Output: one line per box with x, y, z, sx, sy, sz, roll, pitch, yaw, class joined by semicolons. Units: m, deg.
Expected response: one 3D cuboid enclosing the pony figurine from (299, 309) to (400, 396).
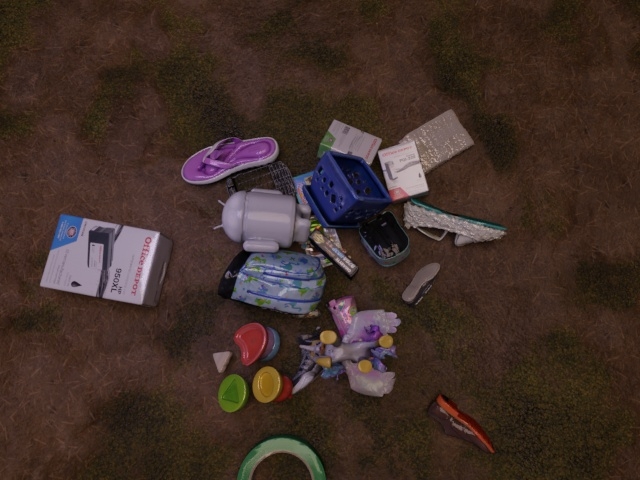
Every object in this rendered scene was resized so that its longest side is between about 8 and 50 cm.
0.120;0.369;1.559;0.350;0.363;0.303;6;76;-8;pony figurine

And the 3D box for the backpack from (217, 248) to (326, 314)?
-0.157;0.147;1.722;0.355;0.290;0.274;28;101;-1;backpack

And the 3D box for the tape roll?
-0.138;0.874;1.676;0.320;0.077;0.322;0;78;0;tape roll

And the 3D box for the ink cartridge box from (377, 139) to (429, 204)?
0.335;-0.275;1.877;0.158;0.092;0.218;-16;82;12;ink cartridge box

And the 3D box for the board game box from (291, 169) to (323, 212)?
0.000;-0.211;1.910;0.210;0.047;0.160;-18;79;-4;board game box

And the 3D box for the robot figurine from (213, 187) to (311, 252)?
-0.213;-0.078;1.737;0.352;0.200;0.300;6;48;-6;robot figurine

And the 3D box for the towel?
0.484;-0.409;1.951;0.282;0.049;0.187;-30;82;-5;towel

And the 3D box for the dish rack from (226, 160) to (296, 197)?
-0.238;-0.200;1.893;0.271;0.074;0.209;-20;80;-3;dish rack

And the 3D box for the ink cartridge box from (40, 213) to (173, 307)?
-0.810;0.081;1.790;0.394;0.166;0.286;10;79;2;ink cartridge box

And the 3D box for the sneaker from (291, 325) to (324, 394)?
-0.056;0.449;1.756;0.268;0.101;0.153;-42;74;-5;sneaker

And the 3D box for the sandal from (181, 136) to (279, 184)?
-0.378;-0.353;1.892;0.415;0.102;0.170;-17;63;1;sandal

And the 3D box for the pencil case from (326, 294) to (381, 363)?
0.123;0.347;1.758;0.124;0.124;0.284;-23;82;-4;pencil case

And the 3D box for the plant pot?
0.085;-0.170;1.728;0.212;0.235;0.236;-45;63;32;plant pot

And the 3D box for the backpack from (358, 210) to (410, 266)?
0.256;0.008;1.809;0.165;0.144;0.188;-29;54;-8;backpack

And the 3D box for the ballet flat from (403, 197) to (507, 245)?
0.521;-0.055;1.855;0.408;0.147;0.147;18;79;7;ballet flat

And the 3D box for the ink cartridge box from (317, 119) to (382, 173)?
0.120;-0.376;1.898;0.219;0.093;0.160;24;58;4;ink cartridge box

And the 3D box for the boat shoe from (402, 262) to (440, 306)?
0.405;0.175;1.837;0.206;0.075;0.065;-46;125;-14;boat shoe

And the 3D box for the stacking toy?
-0.245;0.485;1.730;0.279;0.130;0.309;-33;54;19;stacking toy

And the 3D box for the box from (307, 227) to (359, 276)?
0.051;0.054;1.768;0.220;0.175;0.051;43;85;9;box

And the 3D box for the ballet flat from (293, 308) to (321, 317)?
-0.054;0.283;1.814;0.114;0.041;0.041;-1;79;0;ballet flat

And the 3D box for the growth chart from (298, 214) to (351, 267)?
0.000;0.000;1.882;0.171;0.021;0.238;-23;79;-4;growth chart

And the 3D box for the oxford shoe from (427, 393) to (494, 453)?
0.518;0.693;1.717;0.271;0.097;0.098;42;101;12;oxford shoe
